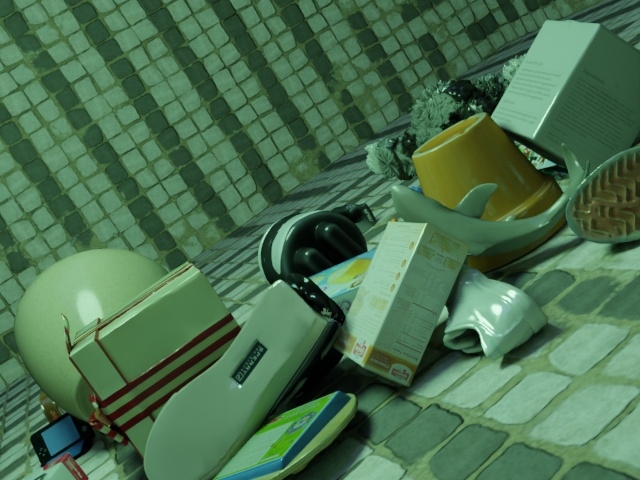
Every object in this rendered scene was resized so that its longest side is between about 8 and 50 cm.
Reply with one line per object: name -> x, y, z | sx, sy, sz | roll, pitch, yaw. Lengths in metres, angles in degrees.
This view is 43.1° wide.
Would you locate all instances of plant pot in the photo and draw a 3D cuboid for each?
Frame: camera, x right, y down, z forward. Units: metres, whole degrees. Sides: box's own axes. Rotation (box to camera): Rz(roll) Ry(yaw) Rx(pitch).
plant pot -> 0.236, -0.079, 1.212 | 0.205, 0.188, 0.205 | -32, 10, 6

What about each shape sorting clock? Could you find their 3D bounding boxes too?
shape sorting clock -> -0.042, 0.244, 0.944 | 0.206, 0.040, 0.206 | -36, 5, 4

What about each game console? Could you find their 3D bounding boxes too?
game console -> -0.509, 0.394, 1.576 | 0.122, 0.107, 0.071 | -32, -18, -1

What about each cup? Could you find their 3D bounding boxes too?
cup -> -0.392, 0.214, 1.527 | 0.331, 0.331, 0.237 | -34, 36, -5

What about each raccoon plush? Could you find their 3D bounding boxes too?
raccoon plush -> 0.317, -0.276, 1.701 | 0.299, 0.216, 0.446 | -32, 25, -29

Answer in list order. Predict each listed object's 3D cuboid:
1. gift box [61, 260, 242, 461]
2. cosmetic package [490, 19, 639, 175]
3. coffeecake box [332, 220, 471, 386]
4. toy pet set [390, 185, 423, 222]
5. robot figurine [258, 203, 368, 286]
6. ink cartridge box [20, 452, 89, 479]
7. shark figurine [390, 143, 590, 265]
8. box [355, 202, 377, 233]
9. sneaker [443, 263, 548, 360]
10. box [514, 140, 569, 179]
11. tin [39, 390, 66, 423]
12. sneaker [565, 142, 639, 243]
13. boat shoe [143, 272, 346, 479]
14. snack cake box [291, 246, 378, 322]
gift box -> -0.257, 0.180, 1.272 | 0.258, 0.276, 0.255 | -36, 5, -11
cosmetic package -> 0.379, -0.209, 1.201 | 0.183, 0.151, 0.151 | -61, 21, 9
coffeecake box -> 0.097, 0.073, 1.014 | 0.185, 0.068, 0.142 | -65, 14, -3
toy pet set -> 0.196, -0.082, 1.700 | 0.122, 0.065, 0.114 | -34, 10, -5
robot figurine -> -0.014, 0.032, 1.513 | 0.209, 0.173, 0.278 | -11, 3, -19
ink cartridge box -> -0.450, 0.419, 1.286 | 0.109, 0.063, 0.150 | -31, 10, 9
shark figurine -> 0.230, -0.016, 1.066 | 0.278, 0.166, 0.116 | -11, 11, 28
box -> 0.000, 0.000, 1.933 | 0.183, 0.056, 0.231 | -38, 11, -32
sneaker -> 0.174, 0.089, 0.957 | 0.094, 0.080, 0.212 | -46, 13, -6
box -> 0.417, -0.183, 1.359 | 0.233, 0.044, 0.159 | -12, 55, 63
tin -> -0.576, 0.366, 1.800 | 0.040, 0.106, 0.190 | -33, 11, -5
sneaker -> 0.435, -0.091, 0.961 | 0.302, 0.108, 0.121 | -32, -6, 19
boat shoe -> -0.082, 0.208, 1.103 | 0.340, 0.127, 0.158 | -49, -30, 5
snack cake box -> 0.031, 0.101, 1.267 | 0.264, 0.089, 0.152 | -25, 12, 38
